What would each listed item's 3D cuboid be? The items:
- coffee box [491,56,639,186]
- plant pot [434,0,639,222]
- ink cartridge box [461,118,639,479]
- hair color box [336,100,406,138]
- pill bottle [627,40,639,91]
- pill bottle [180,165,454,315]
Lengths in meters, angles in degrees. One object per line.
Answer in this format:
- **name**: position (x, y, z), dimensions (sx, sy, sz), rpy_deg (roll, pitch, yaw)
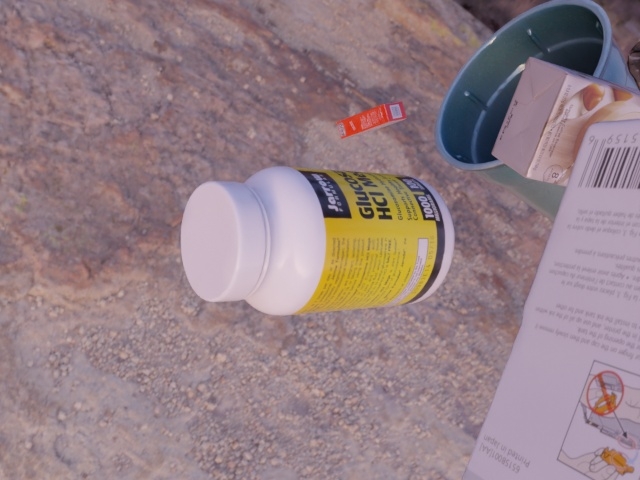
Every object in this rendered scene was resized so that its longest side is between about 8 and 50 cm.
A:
- **coffee box**: position (0.378, -0.142, 0.941), dimensions (0.247, 0.141, 0.098), rpy_deg (8, 23, -21)
- **plant pot**: position (0.441, -0.185, 1.241), dimensions (0.334, 0.341, 0.341), rpy_deg (33, 42, -30)
- **ink cartridge box**: position (0.188, 0.061, 0.286), dimensions (0.060, 0.275, 0.238), rpy_deg (21, 87, -23)
- **hair color box**: position (0.112, -0.266, 1.548), dimensions (0.072, 0.141, 0.043), rpy_deg (-20, 95, -47)
- **pill bottle**: position (0.307, -0.056, 0.460), dimensions (0.123, 0.123, 0.219), rpy_deg (-43, 106, -46)
- **pill bottle**: position (0.000, 0.000, 0.911), dimensions (0.334, 0.188, 0.187), rpy_deg (-1, 56, -39)
